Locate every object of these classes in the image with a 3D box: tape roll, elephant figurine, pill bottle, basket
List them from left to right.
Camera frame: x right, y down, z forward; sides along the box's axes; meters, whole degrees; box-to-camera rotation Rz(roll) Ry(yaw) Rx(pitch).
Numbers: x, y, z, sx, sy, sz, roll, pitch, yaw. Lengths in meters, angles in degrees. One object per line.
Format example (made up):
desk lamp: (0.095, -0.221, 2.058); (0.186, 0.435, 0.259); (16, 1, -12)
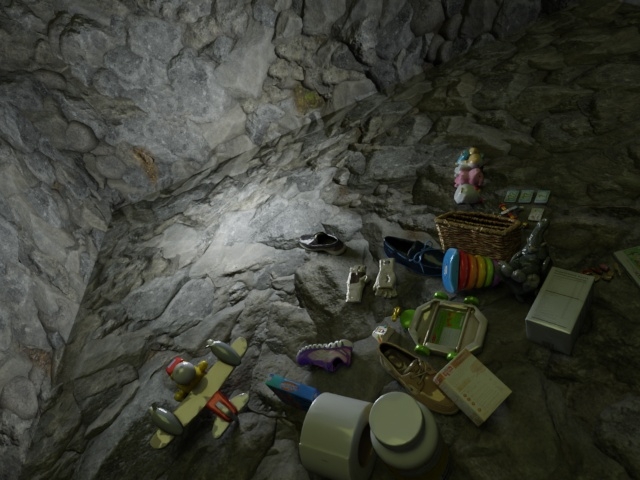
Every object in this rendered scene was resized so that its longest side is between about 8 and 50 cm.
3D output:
tape roll: (0.070, 0.620, 1.307); (0.169, 0.246, 0.246); (2, 48, 29)
pill bottle: (0.252, 0.572, 1.185); (0.188, 0.333, 0.187); (-16, 41, 14)
basket: (0.661, -0.052, 1.719); (0.300, 0.222, 0.213); (15, 56, 40)
elephant figurine: (0.765, 0.073, 1.497); (0.169, 0.186, 0.239); (42, 75, 10)

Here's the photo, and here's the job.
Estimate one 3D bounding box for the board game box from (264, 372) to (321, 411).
board game box: (-0.080, 0.566, 1.513); (0.211, 0.160, 0.047); (6, 50, 34)

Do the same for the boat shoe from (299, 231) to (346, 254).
boat shoe: (0.000, 0.000, 2.128); (0.286, 0.092, 0.102); (14, 55, 39)

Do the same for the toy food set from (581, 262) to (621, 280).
toy food set: (1.008, 0.119, 1.503); (0.122, 0.019, 0.077); (-13, 41, 28)

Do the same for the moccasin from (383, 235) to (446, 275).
moccasin: (0.412, 0.064, 1.813); (0.342, 0.116, 0.137); (12, 53, 37)

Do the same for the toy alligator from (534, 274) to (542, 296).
toy alligator: (0.809, 0.130, 1.580); (0.051, 0.056, 0.189); (-31, 38, 59)

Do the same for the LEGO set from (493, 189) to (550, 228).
LEGO set: (0.884, -0.151, 1.832); (0.183, 0.060, 0.244); (8, 51, 39)

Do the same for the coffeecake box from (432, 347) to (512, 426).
coffeecake box: (0.479, 0.461, 1.320); (0.143, 0.068, 0.185); (-32, 60, -24)

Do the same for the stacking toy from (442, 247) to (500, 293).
stacking toy: (0.639, 0.122, 1.614); (0.303, 0.166, 0.174); (3, 89, 5)

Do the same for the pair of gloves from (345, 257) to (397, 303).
pair of gloves: (0.225, 0.183, 1.845); (0.241, 0.042, 0.204); (-15, 45, 22)

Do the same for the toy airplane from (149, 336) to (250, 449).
toy airplane: (-0.473, 0.580, 1.627); (0.385, 0.272, 0.385); (-18, 40, 10)

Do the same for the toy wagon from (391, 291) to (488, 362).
toy wagon: (0.440, 0.318, 1.565); (0.345, 0.068, 0.267); (5, 49, 34)

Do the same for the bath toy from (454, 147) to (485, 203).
bath toy: (0.740, -0.308, 2.034); (0.129, 0.151, 0.348); (20, 51, -1)

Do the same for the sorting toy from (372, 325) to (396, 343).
sorting toy: (0.242, 0.366, 1.651); (0.083, 0.044, 0.075); (-45, 24, -21)

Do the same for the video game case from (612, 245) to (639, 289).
video game case: (1.180, 0.084, 1.439); (0.213, 0.023, 0.193); (-16, 41, 13)

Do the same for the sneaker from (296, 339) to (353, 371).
sneaker: (0.017, 0.464, 1.628); (0.237, 0.095, 0.104); (-15, 49, 13)

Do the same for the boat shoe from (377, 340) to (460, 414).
boat shoe: (0.328, 0.467, 1.431); (0.121, 0.110, 0.341); (-45, 44, -20)

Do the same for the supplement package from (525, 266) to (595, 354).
supplement package: (0.809, 0.231, 1.399); (0.139, 0.133, 0.244); (18, 58, 41)
